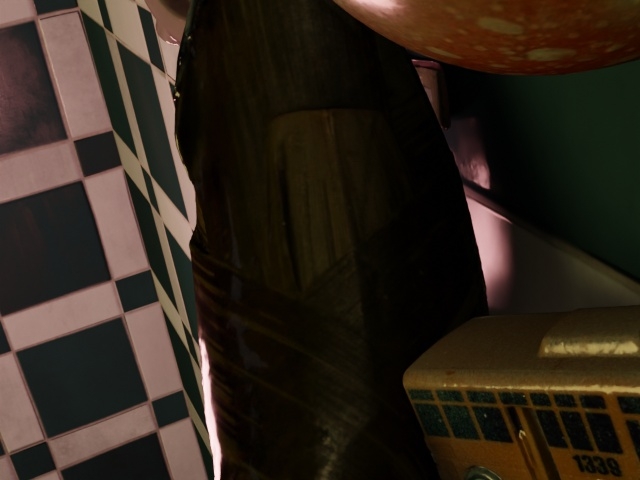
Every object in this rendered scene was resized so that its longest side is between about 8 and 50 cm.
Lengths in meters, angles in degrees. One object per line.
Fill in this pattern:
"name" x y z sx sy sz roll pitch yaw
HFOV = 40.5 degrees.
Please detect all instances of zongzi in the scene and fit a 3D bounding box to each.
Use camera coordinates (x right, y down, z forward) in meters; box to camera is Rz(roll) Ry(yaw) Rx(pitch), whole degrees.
"zongzi" -0.018 0.017 0.554 0.432 0.207 0.404 -52 -50 -67

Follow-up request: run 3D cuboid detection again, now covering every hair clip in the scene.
"hair clip" 0.074 -0.123 0.724 0.137 0.022 0.054 24 130 61

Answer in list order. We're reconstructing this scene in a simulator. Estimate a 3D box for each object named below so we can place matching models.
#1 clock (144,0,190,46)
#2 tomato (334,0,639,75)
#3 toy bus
"clock" -0.082 -0.317 0.778 0.295 0.113 0.322 49 145 24
"tomato" 0.070 -0.197 0.339 0.270 0.222 0.270 51 152 41
"toy bus" 0.140 0.088 0.459 0.182 0.091 0.103 -10 106 53
